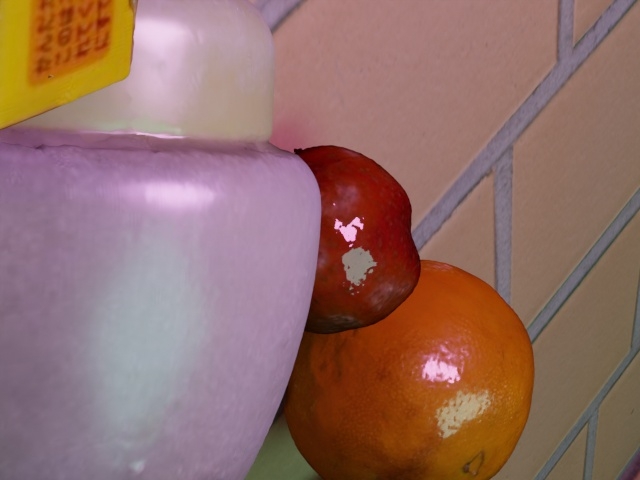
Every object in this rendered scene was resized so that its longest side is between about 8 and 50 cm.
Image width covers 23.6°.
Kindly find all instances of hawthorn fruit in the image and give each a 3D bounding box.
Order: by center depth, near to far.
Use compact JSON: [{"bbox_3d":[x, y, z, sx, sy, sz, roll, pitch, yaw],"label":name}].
[{"bbox_3d":[0.000,0.000,1.330,0.169,0.169,0.188,-60,156,-2],"label":"hawthorn fruit"}]

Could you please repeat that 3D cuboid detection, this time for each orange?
[{"bbox_3d":[0.090,0.147,1.559,0.261,0.261,0.261,-43,150,-33],"label":"orange"}]

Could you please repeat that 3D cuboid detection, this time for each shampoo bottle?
[{"bbox_3d":[-0.163,0.010,0.828,0.322,0.322,0.317,2,94,-62],"label":"shampoo bottle"}]

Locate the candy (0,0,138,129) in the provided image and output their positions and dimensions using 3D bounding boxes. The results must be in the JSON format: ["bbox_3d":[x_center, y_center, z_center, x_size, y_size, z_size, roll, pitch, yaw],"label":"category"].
[{"bbox_3d":[-0.199,-0.170,0.641,0.088,0.276,0.146,-33,144,-44],"label":"candy"}]
